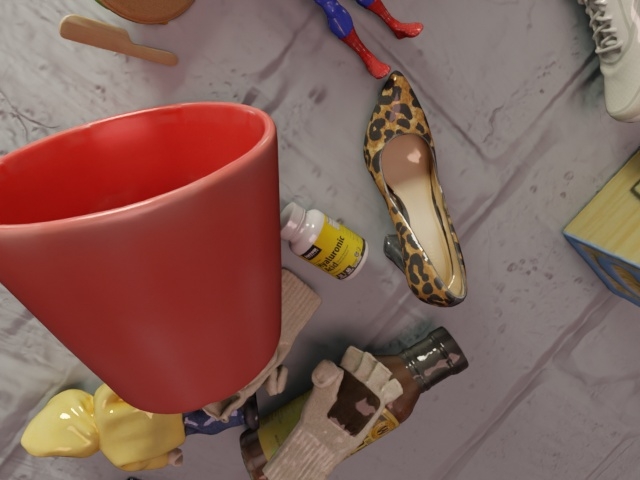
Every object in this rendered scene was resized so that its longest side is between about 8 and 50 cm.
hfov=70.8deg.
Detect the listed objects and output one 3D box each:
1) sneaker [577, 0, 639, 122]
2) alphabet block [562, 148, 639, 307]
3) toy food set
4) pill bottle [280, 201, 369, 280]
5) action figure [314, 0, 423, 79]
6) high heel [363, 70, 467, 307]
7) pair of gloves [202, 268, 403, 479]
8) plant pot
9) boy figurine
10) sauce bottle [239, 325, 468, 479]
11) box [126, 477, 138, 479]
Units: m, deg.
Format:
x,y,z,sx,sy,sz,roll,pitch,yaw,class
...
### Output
x,y,z,sx,sy,sz,roll,pitch,yaw,class
0.371,-0.293,0.554,0.119,0.110,0.291,-5,103,-4,sneaker
0.523,-0.003,0.645,0.192,0.193,0.197,39,96,-25,alphabet block
-0.177,-0.279,0.433,0.133,0.038,0.192,3,121,-42,toy food set
0.000,0.000,0.580,0.116,0.065,0.065,31,100,-22,pill bottle
0.004,-0.277,0.423,0.280,0.139,0.091,35,96,-29,action figure
0.122,-0.060,0.522,0.093,0.186,0.261,-11,112,-11,high heel
-0.033,0.177,0.569,0.204,0.042,0.240,-42,89,-22,pair of gloves
-0.157,0.020,0.454,0.275,0.275,0.243,-15,122,-9,plant pot
-0.225,0.232,0.595,0.285,0.092,0.177,-10,112,-10,boy figurine
0.052,0.241,0.659,0.345,0.111,0.111,-32,114,-1,sauce bottle
-0.231,0.475,0.650,0.207,0.153,0.108,41,95,-25,box
